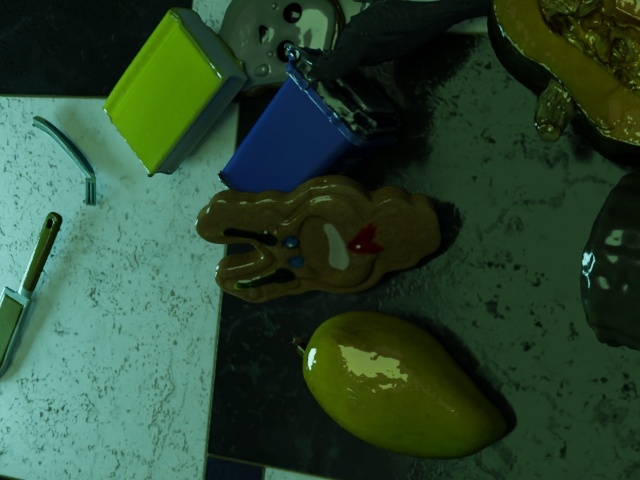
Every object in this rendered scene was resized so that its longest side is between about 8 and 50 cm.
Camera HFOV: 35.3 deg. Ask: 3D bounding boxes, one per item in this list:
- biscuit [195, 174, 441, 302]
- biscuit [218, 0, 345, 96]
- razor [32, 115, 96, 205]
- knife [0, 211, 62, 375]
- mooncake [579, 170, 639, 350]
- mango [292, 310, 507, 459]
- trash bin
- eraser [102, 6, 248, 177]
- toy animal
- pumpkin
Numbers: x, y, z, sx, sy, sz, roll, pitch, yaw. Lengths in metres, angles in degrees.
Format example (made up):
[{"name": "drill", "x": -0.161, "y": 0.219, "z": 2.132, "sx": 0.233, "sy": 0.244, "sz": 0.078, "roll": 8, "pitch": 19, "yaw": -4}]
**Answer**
[{"name": "biscuit", "x": 0.000, "y": 0.000, "z": 1.400, "sx": 0.334, "sy": 0.202, "sz": 0.047, "roll": -7, "pitch": 40, "yaw": 6}, {"name": "biscuit", "x": -0.066, "y": -0.315, "z": 1.523, "sx": 0.208, "sy": 0.049, "sz": 0.180, "roll": -4, "pitch": 86, "yaw": 26}, {"name": "razor", "x": -0.422, "y": -0.145, "z": 1.683, "sx": 0.191, "sy": 0.037, "sz": 0.068, "roll": 49, "pitch": 148, "yaw": 23}, {"name": "knife", "x": -0.517, "y": 0.102, "z": 1.715, "sx": 0.061, "sy": 0.027, "sz": 0.343, "roll": 27, "pitch": 101, "yaw": 20}, {"name": "mooncake", "x": 0.398, "y": 0.025, "z": 1.199, "sx": 0.124, "sy": 0.228, "sz": 0.228, "roll": 17, "pitch": 94, "yaw": 30}, {"name": "mango", "x": 0.104, "y": 0.200, "z": 1.384, "sx": 0.317, "sy": 0.119, "sz": 0.176, "roll": 28, "pitch": 96, "yaw": 14}, {"name": "trash bin", "x": -0.026, "y": -0.146, "z": 1.439, "sx": 0.184, "sy": 0.162, "sz": 0.234, "roll": 49, "pitch": 114, "yaw": 14}, {"name": "eraser", "x": -0.228, "y": -0.230, "z": 1.556, "sx": 0.226, "sy": 0.069, "sz": 0.158, "roll": -46, "pitch": 68, "yaw": 28}, {"name": "toy animal", "x": 0.107, "y": -0.300, "z": 1.392, "sx": 0.206, "sy": 0.367, "sz": 0.081, "roll": 41, "pitch": 149, "yaw": 55}, {"name": "pumpkin", "x": 0.339, "y": -0.221, "z": 1.260, "sx": 0.317, "sy": 0.139, "sz": 0.222, "roll": 43, "pitch": 98, "yaw": 8}]
